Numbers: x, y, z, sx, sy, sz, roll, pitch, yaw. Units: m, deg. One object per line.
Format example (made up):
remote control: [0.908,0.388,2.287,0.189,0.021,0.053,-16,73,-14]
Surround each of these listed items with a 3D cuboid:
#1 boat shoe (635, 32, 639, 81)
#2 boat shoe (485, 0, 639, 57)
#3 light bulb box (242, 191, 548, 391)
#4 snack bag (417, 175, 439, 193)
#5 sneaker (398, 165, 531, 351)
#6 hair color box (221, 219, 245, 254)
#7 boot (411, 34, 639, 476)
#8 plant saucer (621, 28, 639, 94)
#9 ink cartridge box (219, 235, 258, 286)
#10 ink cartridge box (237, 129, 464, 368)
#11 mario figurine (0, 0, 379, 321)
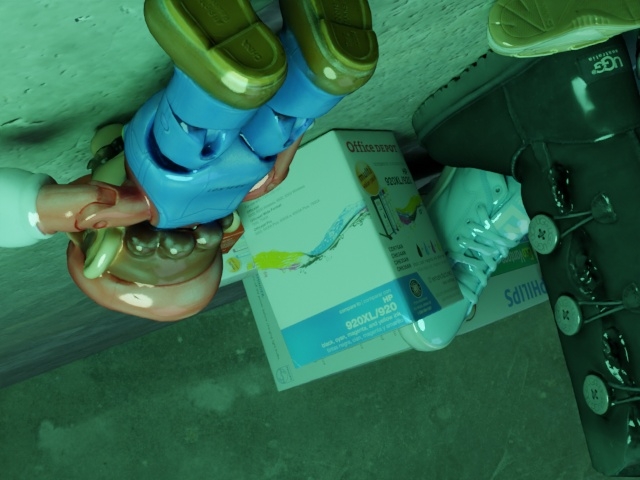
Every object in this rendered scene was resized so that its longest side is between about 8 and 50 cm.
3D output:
boat shoe: [0.374,-0.234,0.732,0.080,0.076,0.228,22,133,-15]
boat shoe: [0.218,-0.192,0.677,0.170,0.063,0.059,-11,177,0]
light bulb box: [0.129,0.074,1.379,0.361,0.225,0.357,-26,170,38]
snack bag: [0.286,-0.126,1.458,0.342,0.037,0.323,-27,177,-16]
sneaker: [0.212,-0.024,1.075,0.135,0.366,0.150,29,163,-23]
hair color box: [-0.130,-0.022,0.959,0.043,0.072,0.141,-20,174,-17]
boot: [0.265,0.020,0.873,0.146,0.445,0.367,-19,174,-12]
plant saucer: [0.432,-0.194,0.904,0.317,0.044,0.318,-11,153,-5]
ink cartridge box: [-0.124,0.009,1.181,0.143,0.092,0.090,-20,174,-17]
ink cartridge box: [0.032,0.004,0.981,0.168,0.233,0.171,-26,172,29]
mario figurine: [-0.107,-0.070,0.544,0.198,0.170,0.320,21,143,-22]
